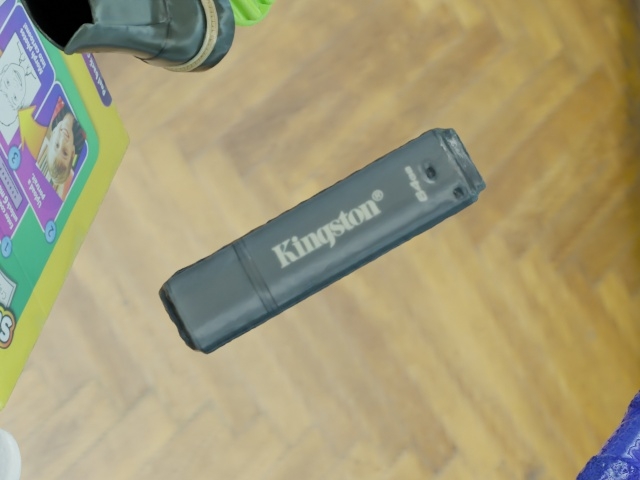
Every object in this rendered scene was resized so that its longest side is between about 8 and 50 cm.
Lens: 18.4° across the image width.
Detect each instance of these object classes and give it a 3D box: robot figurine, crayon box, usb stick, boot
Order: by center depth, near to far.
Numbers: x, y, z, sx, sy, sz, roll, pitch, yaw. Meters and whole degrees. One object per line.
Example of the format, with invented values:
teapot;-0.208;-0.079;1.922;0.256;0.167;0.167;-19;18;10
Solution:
boot;-0.143;-0.178;1.091;0.198;0.077;0.137;48;24;19
crayon box;-0.300;-0.097;1.551;0.363;0.106;0.313;69;31;-43
usb stick;0.000;0.000;1.599;0.077;0.278;0.045;62;4;25
robot figurine;-0.097;-0.268;2.155;0.101;0.115;0.067;-52;121;-15

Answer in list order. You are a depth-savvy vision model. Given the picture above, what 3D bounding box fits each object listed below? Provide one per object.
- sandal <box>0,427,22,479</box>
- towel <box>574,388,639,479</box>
sandal;-0.313;0.241;1.637;0.076;0.265;0.102;16;50;-46
towel;0.174;0.196;1.152;0.076;0.227;0.308;29;55;19
